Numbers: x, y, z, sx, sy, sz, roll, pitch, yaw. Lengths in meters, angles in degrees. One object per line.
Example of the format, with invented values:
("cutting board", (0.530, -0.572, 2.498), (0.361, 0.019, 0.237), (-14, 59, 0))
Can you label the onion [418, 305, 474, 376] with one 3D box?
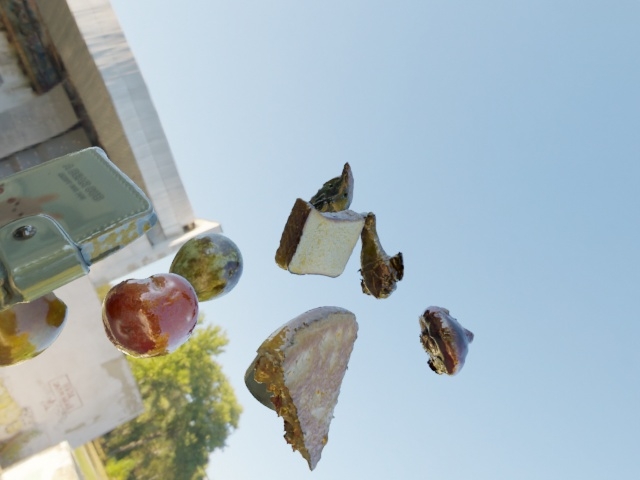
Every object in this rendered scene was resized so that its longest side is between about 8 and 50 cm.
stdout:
("onion", (0.463, 0.353, 1.980), (0.272, 0.195, 0.272), (163, -90, -84))

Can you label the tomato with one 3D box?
("tomato", (-0.389, 0.177, 1.273), (0.232, 0.232, 0.188), (-27, -105, 64))

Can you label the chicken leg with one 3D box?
("chicken leg", (0.237, 0.062, 2.195), (0.212, 0.140, 0.361), (-4, -84, 27))

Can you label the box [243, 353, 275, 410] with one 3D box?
("box", (-0.136, 0.470, 1.906), (0.226, 0.226, 0.149), (44, -74, 37))

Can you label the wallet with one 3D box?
("wallet", (-0.437, -0.013, 0.798), (0.252, 0.360, 0.083), (39, -36, 29))

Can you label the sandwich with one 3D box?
("sandwich", (0.000, 0.000, 1.338), (0.065, 0.215, 0.186), (34, -70, 39))

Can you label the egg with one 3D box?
("egg", (-0.411, 0.104, 1.951), (0.238, 0.289, 0.238), (27, -38, 23))

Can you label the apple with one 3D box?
("apple", (-0.653, 0.143, 1.144), (0.237, 0.207, 0.236), (21, -50, 28))

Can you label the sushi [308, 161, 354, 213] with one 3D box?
("sushi", (0.052, -0.158, 2.099), (0.287, 0.140, 0.149), (-42, -114, 27))

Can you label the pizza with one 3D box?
("pizza", (-0.020, 0.178, 0.657), (0.062, 0.188, 0.198), (7, -83, 34))
